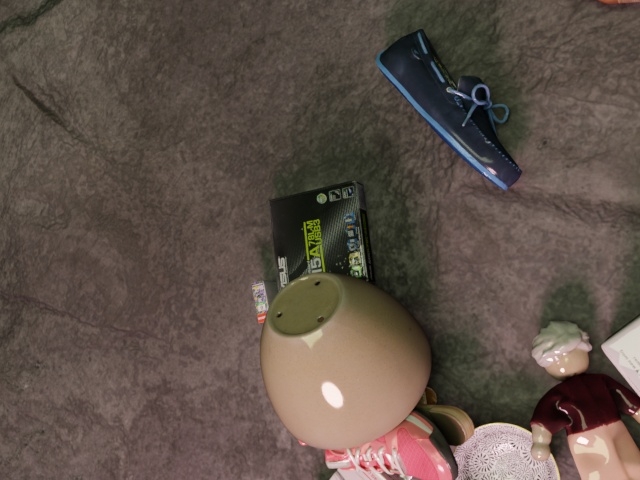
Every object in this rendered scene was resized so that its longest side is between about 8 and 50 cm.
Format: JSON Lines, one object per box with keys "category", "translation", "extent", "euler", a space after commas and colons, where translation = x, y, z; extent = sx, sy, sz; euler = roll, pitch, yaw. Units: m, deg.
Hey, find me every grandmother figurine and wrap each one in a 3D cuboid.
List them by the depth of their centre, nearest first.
{"category": "grandmother figurine", "translation": [0.402, 0.280, 1.086], "extent": [0.208, 0.104, 0.342], "euler": [-6, 65, -19]}

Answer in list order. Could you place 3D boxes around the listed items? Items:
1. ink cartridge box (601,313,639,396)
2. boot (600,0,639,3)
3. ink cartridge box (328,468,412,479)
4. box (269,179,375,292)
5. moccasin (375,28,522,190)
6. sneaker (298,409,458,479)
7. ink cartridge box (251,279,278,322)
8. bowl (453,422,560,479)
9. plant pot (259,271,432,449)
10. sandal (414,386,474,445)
{"category": "ink cartridge box", "translation": [0.546, 0.098, 0.983], "extent": [0.306, 0.226, 0.131], "euler": [-42, 70, 14]}
{"category": "boot", "translation": [0.479, -0.479, 1.169], "extent": [0.152, 0.073, 0.197], "euler": [18, 89, 30]}
{"category": "ink cartridge box", "translation": [0.074, 0.427, 1.260], "extent": [0.104, 0.060, 0.180], "euler": [39, 101, 24]}
{"category": "box", "translation": [0.000, 0.000, 1.354], "extent": [0.184, 0.045, 0.191], "euler": [-10, 79, 22]}
{"category": "moccasin", "translation": [0.226, -0.235, 1.225], "extent": [0.117, 0.138, 0.342], "euler": [-42, 70, 11]}
{"category": "sneaker", "translation": [0.081, 0.336, 1.181], "extent": [0.314, 0.136, 0.116], "euler": [14, 132, 48]}
{"category": "ink cartridge box", "translation": [-0.094, 0.134, 1.373], "extent": [0.029, 0.063, 0.115], "euler": [-16, 77, 22]}
{"category": "bowl", "translation": [0.295, 0.369, 1.151], "extent": [0.170, 0.080, 0.170], "euler": [-3, 82, 25]}
{"category": "plant pot", "translation": [0.014, 0.162, 1.174], "extent": [0.284, 0.191, 0.284], "euler": [-18, 40, 16]}
{"category": "sandal", "translation": [0.177, 0.283, 1.220], "extent": [0.240, 0.079, 0.088], "euler": [-4, 110, 54]}
